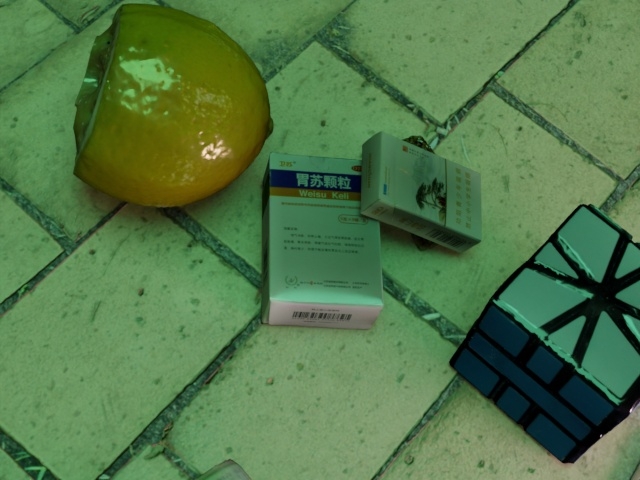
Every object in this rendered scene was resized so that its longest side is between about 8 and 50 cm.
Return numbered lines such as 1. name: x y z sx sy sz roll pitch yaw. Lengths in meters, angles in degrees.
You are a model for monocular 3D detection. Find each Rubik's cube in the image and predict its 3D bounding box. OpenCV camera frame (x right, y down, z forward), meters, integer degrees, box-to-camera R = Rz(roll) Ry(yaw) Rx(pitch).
1. Rubik's cube: 0.433 0.158 1.961 0.288 0.283 0.293 39 65 13

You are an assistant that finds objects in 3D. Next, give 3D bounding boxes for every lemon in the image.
1. lemon: -0.251 -0.219 2.028 0.364 0.364 0.364 4 62 -7

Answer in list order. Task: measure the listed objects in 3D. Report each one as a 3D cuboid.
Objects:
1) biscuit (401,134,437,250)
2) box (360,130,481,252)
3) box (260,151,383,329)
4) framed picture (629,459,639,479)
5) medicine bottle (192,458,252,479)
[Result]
1. biscuit: 0.190 -0.095 2.202 0.131 0.025 0.231 -22 68 -20
2. box: 0.182 -0.086 2.096 0.233 0.067 0.149 21 54 -27
3. box: 0.000 0.000 2.074 0.200 0.106 0.299 4 63 -9
4. framed picture: 0.631 0.473 1.973 0.250 0.016 0.184 35 62 10
5. medicine bottle: -0.084 0.547 1.695 0.236 0.236 0.406 -36 73 -24
